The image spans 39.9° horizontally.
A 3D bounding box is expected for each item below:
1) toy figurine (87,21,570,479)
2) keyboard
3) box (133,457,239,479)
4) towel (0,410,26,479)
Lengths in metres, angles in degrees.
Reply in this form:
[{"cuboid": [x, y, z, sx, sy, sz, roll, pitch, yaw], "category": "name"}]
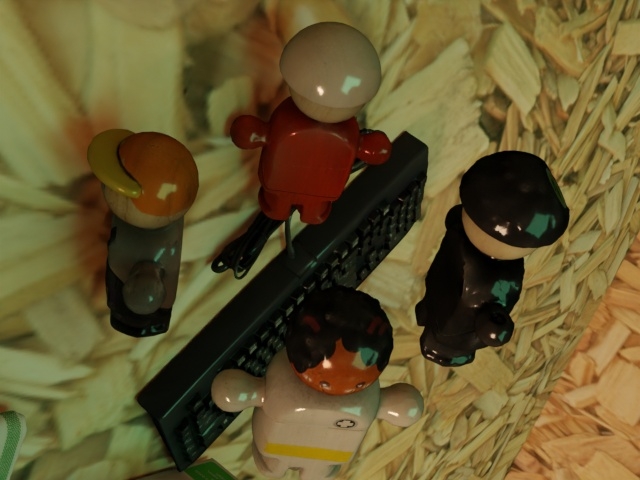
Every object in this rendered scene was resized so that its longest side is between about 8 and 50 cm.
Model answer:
[{"cuboid": [0.000, 0.000, 0.480, 0.209, 0.213, 0.148, -32, 155, -35], "category": "toy figurine"}, {"cuboid": [-0.015, 0.026, 0.680, 0.317, 0.033, 0.201, -46, 150, -25], "category": "keyboard"}, {"cuboid": [-0.153, 0.317, 0.631, 0.231, 0.127, 0.262, 4, 114, -60], "category": "box"}, {"cuboid": [-0.230, 0.146, 0.452, 0.152, 0.023, 0.113, -1, 116, -57], "category": "towel"}]
